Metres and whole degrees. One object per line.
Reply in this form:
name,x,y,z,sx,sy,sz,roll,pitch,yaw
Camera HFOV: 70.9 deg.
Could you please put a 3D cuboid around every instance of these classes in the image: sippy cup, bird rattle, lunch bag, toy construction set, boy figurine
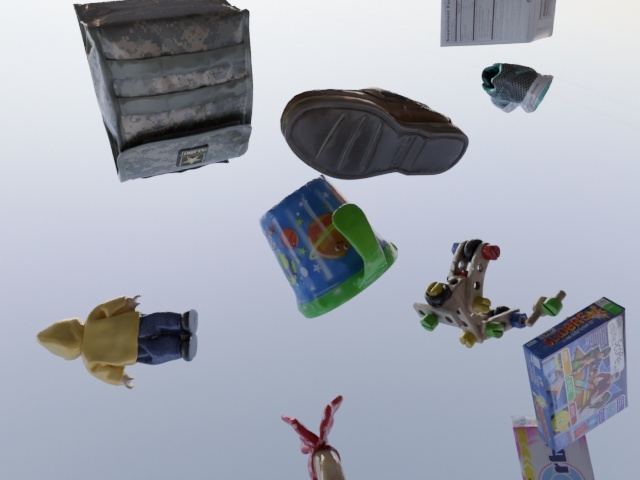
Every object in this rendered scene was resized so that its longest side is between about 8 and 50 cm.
sippy cup,0.000,0.000,0.910,0.224,0.305,0.240,55,-147,-3
bird rattle,0.018,0.370,0.650,0.143,0.254,0.207,4,-174,-15
lunch bag,-0.241,-0.233,0.746,0.235,0.287,0.169,-19,-134,-25
toy construction set,0.358,0.170,0.995,0.237,0.258,0.308,-38,-135,-27
boy figurine,-0.385,0.195,0.860,0.285,0.092,0.177,-4,-95,-4

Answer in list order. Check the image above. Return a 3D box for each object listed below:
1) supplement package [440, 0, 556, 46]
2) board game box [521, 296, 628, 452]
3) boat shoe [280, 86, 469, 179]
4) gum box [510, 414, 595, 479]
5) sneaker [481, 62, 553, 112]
supplement package,0.329,-0.426,0.842,0.179,0.105,0.105,19,-143,41
board game box,0.359,0.191,0.624,0.136,0.201,0.035,-27,-151,-8
boat shoe,0.068,-0.155,0.627,0.307,0.111,0.104,2,-135,-37
gum box,0.394,0.395,0.751,0.107,0.189,0.062,-11,175,19
sneaker,0.258,-0.220,0.625,0.076,0.065,0.166,26,-165,-1
